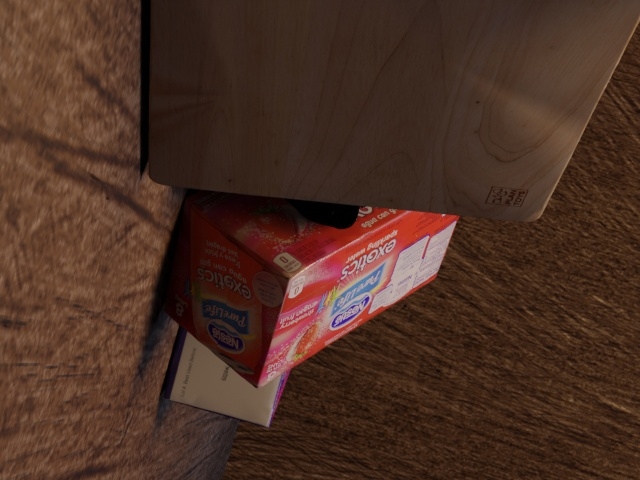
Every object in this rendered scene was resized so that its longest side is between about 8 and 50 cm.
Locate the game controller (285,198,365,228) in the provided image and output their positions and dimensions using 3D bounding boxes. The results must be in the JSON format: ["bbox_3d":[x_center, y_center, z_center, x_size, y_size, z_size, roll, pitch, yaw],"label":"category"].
[{"bbox_3d":[0.006,-0.171,1.158,0.166,0.067,0.319,48,43,-80],"label":"game controller"}]

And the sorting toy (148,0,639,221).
[{"bbox_3d":[0.032,-0.121,0.875,0.257,0.256,0.089,104,-9,-62],"label":"sorting toy"}]

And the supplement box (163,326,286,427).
[{"bbox_3d":[-0.079,0.097,1.539,0.220,0.114,0.111,-73,178,-78],"label":"supplement box"}]

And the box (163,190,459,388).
[{"bbox_3d":[0.000,0.000,1.289,0.257,0.123,0.128,-29,146,-42],"label":"box"}]
